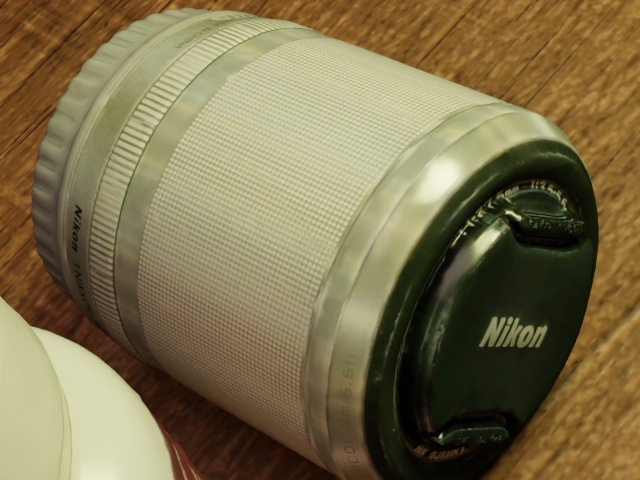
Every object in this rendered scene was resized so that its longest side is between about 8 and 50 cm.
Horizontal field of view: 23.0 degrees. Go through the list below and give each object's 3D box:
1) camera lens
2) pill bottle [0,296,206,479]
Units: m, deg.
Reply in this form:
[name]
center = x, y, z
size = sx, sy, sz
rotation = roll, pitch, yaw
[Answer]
[camera lens]
center = 0.000, 0.000, 0.887
size = 0.274, 0.219, 0.219
rotation = 26, 68, 35
[pill bottle]
center = -0.137, 0.176, 0.698
size = 0.224, 0.392, 0.224
rotation = -11, 52, 14
